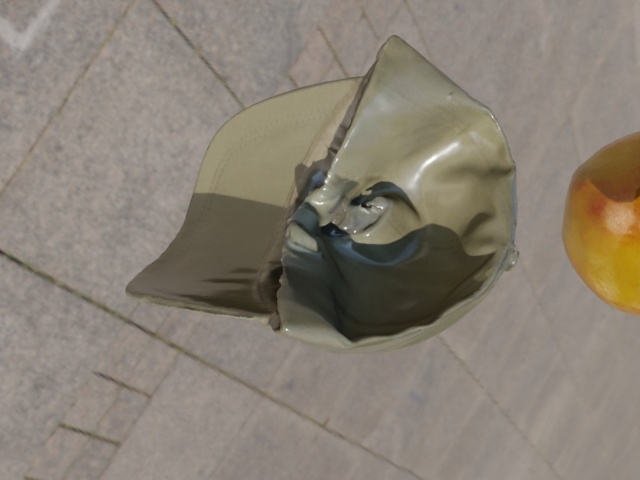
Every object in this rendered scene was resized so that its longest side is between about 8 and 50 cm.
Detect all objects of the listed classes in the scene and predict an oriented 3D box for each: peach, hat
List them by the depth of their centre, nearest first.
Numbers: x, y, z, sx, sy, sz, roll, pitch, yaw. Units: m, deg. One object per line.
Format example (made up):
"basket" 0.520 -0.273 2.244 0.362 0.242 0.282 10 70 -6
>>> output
"hat" 0.000 0.000 0.517 0.173 0.144 0.166 -29 -147 60
"peach" 0.539 -0.018 1.488 0.289 0.308 0.289 -31 140 -30
